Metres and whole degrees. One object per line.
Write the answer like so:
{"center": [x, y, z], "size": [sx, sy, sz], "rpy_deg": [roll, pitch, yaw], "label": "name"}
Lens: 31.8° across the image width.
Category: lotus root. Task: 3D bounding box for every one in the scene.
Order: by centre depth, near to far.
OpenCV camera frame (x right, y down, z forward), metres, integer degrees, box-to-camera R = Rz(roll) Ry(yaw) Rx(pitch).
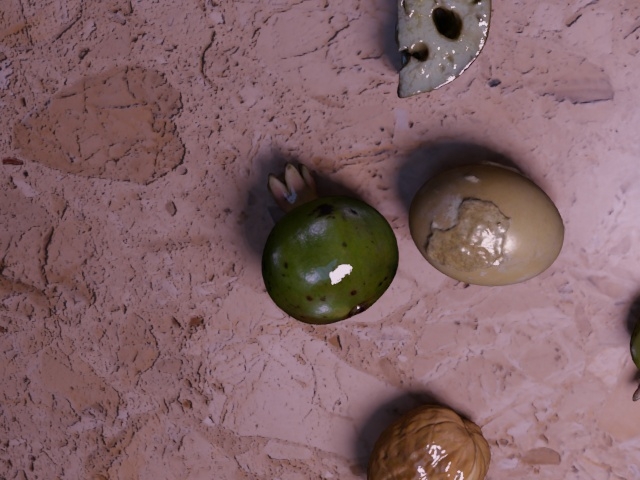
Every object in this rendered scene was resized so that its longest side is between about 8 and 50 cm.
{"center": [0.148, -0.298, 1.400], "size": [0.138, 0.119, 0.235], "rpy_deg": [6, 107, 11], "label": "lotus root"}

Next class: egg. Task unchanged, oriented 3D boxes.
{"center": [0.213, -0.018, 1.448], "size": [0.201, 0.164, 0.164], "rpy_deg": [13, 109, 4], "label": "egg"}

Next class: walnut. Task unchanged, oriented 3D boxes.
{"center": [0.147, 0.319, 1.575], "size": [0.155, 0.155, 0.184], "rpy_deg": [42, 113, -2], "label": "walnut"}

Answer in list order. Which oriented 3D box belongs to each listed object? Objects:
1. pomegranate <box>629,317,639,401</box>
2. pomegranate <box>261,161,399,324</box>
{"center": [0.470, 0.157, 1.465], "size": [0.129, 0.129, 0.159], "rpy_deg": [-3, 117, 14], "label": "pomegranate"}
{"center": [-0.002, 0.000, 1.505], "size": [0.187, 0.187, 0.225], "rpy_deg": [-32, 70, 20], "label": "pomegranate"}
